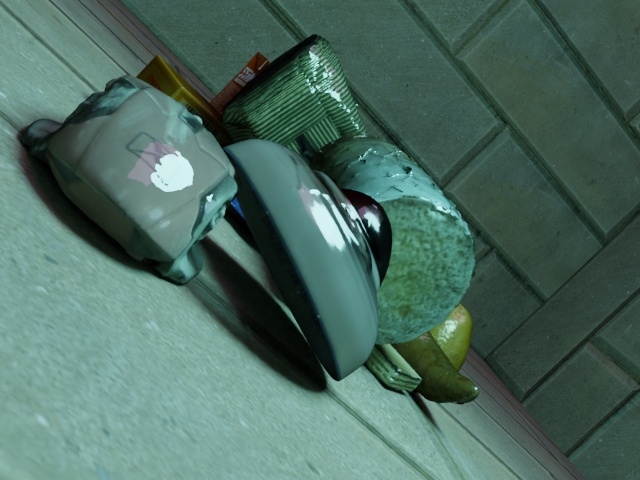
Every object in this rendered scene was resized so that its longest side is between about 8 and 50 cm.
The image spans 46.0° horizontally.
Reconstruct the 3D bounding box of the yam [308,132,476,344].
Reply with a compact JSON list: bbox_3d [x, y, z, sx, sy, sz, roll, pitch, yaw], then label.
[{"bbox_3d":[0.080,-0.017,1.102,0.241,0.241,0.348,44,13,-22],"label":"yam"}]

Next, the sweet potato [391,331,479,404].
[{"bbox_3d":[0.145,0.174,1.239,0.310,0.098,0.124,44,0,34],"label":"sweet potato"}]

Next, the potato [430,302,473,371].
[{"bbox_3d":[0.279,0.212,1.738,0.178,0.158,0.203,43,9,-12],"label":"potato"}]

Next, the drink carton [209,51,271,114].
[{"bbox_3d":[-0.172,-0.294,1.648,0.071,0.223,0.096,48,5,37],"label":"drink carton"}]

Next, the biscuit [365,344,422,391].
[{"bbox_3d":[0.066,0.145,1.148,0.199,0.040,0.121,48,9,28],"label":"biscuit"}]

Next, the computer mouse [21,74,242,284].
[{"bbox_3d":[-0.154,-0.080,0.739,0.199,0.115,0.389,48,5,-13],"label":"computer mouse"}]

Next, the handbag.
[{"bbox_3d":[-0.036,-0.215,1.383,0.240,0.247,0.341,55,9,-16],"label":"handbag"}]

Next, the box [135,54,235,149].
[{"bbox_3d":[-0.229,-0.225,1.486,0.274,0.076,0.174,41,8,-41],"label":"box"}]

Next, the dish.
[{"bbox_3d":[0.011,-0.002,0.807,0.273,0.133,0.273,60,-9,16],"label":"dish"}]

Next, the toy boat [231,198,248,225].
[{"bbox_3d":[-0.081,-0.049,1.224,0.129,0.088,0.295,46,-3,7],"label":"toy boat"}]
